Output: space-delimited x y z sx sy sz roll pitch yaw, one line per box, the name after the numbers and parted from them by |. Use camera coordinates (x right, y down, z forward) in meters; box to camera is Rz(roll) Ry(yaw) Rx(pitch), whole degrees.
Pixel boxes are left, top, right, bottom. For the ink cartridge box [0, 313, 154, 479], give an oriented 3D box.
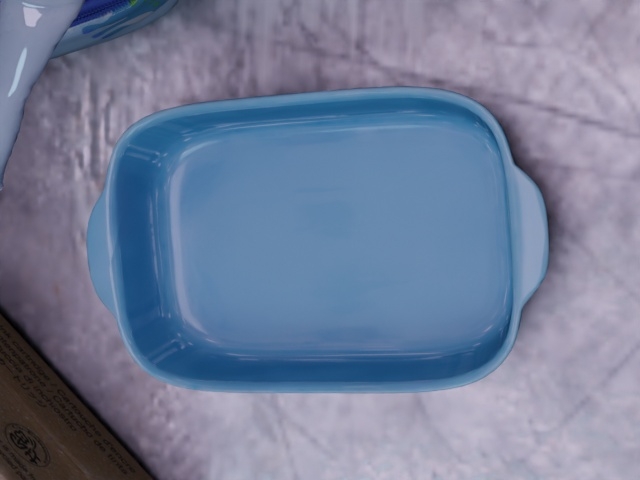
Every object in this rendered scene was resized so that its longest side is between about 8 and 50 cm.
-0.202 0.108 0.725 0.234 0.088 0.193 46 111 11 | ink cartridge box

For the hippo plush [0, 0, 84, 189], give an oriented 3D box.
-0.013 -0.167 0.479 0.237 0.234 0.294 5 82 12 | hippo plush

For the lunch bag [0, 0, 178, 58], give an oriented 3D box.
-0.146 -0.173 0.656 0.176 0.090 0.219 -16 90 1 | lunch bag

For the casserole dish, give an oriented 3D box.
0.000 0.000 0.660 0.188 0.037 0.114 -3 95 23 | casserole dish
